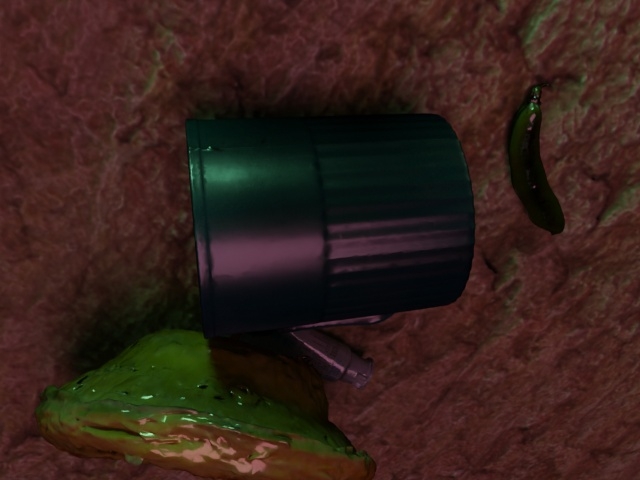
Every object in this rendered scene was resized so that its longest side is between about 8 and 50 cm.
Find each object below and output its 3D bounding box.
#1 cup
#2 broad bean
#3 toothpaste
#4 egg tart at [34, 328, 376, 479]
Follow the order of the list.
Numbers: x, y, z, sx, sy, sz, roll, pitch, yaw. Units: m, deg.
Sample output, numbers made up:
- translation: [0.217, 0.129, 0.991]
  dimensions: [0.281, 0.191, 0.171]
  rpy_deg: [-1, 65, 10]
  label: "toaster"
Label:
- translation: [0.003, 0.004, 0.823]
  dimensions: [0.292, 0.242, 0.308]
  rpy_deg: [-6, 111, -9]
  label: "cup"
- translation: [0.283, -0.092, 0.938]
  dimensions: [0.069, 0.039, 0.227]
  rpy_deg: [-20, 124, -4]
  label: "broad bean"
- translation: [-0.034, 0.153, 1.039]
  dimensions: [0.234, 0.057, 0.089]
  rpy_deg: [24, 114, -17]
  label: "toothpaste"
- translation: [-0.136, 0.221, 0.928]
  dimensions: [0.443, 0.178, 0.443]
  rpy_deg: [10, 160, 4]
  label: "egg tart"
